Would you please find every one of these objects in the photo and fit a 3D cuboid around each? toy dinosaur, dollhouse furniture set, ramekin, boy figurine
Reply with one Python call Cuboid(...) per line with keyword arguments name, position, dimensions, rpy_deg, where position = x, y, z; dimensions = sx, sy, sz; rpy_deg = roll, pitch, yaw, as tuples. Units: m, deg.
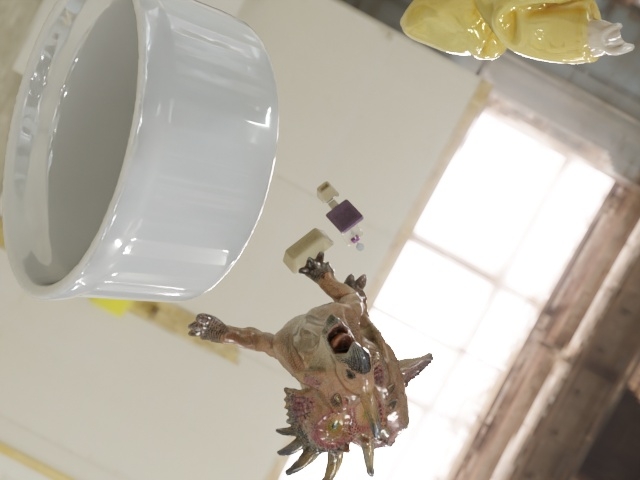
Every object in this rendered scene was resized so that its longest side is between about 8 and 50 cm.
Cuboid(name="toy dinosaur", position=(0.025, 0.124, 1.000), dimensions=(0.127, 0.200, 0.295), rpy_deg=(-45, 145, 9))
Cuboid(name="dollhouse furniture set", position=(0.000, 0.000, 1.553), dimensions=(0.114, 0.091, 0.081), rpy_deg=(-38, 140, -6))
Cuboid(name="ramekin", position=(-0.151, -0.079, 0.989), dimensions=(0.277, 0.135, 0.277), rpy_deg=(-22, -117, 52))
Cuboid(name="boy figurine", position=(0.164, -0.197, 0.824), dimensions=(0.092, 0.177, 0.285), rpy_deg=(-9, 163, -36))
